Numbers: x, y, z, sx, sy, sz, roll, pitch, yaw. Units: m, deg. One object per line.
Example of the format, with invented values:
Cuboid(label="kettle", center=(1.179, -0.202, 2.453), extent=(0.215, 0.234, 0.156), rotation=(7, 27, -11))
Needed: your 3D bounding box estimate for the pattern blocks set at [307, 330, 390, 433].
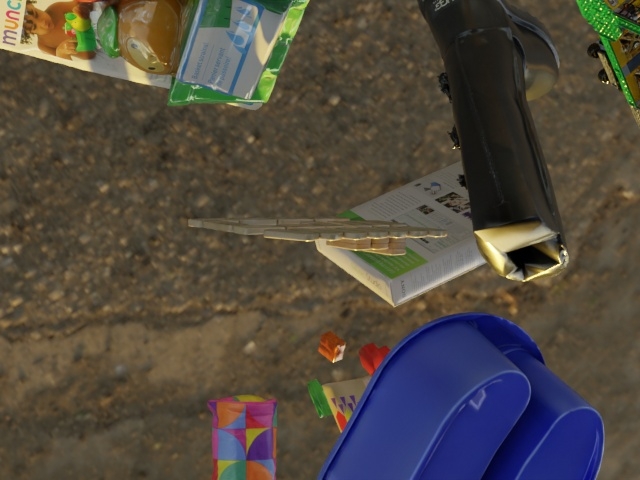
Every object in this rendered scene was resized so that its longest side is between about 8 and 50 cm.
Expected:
Cuboid(label="pattern blocks set", center=(0.069, 0.269, 1.699), extent=(0.026, 0.325, 0.285), rotation=(-21, 96, -23))

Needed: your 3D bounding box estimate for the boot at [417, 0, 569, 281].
Cuboid(label="boot", center=(0.291, -0.147, 1.678), extent=(0.146, 0.445, 0.367), rotation=(-29, 147, 27))

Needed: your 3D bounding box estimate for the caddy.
Cuboid(label="caddy", center=(0.138, 0.245, 1.230), extent=(0.241, 0.179, 0.341), rotation=(28, 92, -28))

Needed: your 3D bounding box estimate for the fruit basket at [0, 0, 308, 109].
Cuboid(label="fruit basket", center=(-0.188, -0.267, 1.164), extent=(0.353, 0.165, 0.327), rotation=(9, 143, -17))

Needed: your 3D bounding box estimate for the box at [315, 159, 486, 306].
Cuboid(label="box", center=(0.182, -0.022, 1.845), extent=(0.322, 0.232, 0.058), rotation=(-23, 122, -22))

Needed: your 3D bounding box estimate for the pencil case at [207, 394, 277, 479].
Cuboid(label="pencil case", center=(-0.106, 0.324, 1.526), extent=(0.104, 0.104, 0.236), rotation=(6, 83, -39))

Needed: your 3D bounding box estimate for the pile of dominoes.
Cuboid(label="pile of dominoes", center=(0.000, 0.000, 1.343), extent=(0.251, 0.196, 0.040), rotation=(-2, 98, -40))

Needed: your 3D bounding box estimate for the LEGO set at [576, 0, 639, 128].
Cuboid(label="LEGO set", center=(0.418, -0.183, 1.063), extent=(0.192, 0.331, 0.255), rotation=(-39, 120, -5))
